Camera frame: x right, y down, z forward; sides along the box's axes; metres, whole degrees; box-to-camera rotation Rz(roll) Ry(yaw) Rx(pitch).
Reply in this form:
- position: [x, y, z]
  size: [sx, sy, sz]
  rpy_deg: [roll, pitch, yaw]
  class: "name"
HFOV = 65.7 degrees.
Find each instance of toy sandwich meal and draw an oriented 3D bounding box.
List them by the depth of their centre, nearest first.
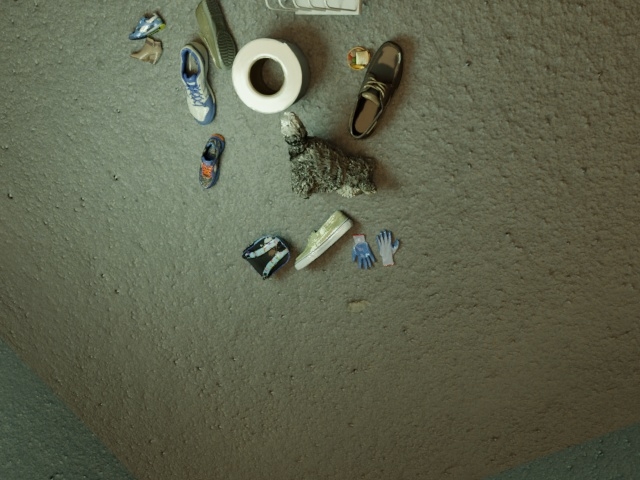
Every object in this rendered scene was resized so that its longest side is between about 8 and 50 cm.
- position: [0.133, -0.637, 1.736]
  size: [0.086, 0.029, 0.085]
  rpy_deg: [3, 112, 8]
  class: "toy sandwich meal"

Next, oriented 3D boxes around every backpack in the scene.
- position: [-0.208, 0.048, 2.023]
  size: [0.173, 0.117, 0.158]
  rpy_deg: [-38, 101, 21]
  class: "backpack"

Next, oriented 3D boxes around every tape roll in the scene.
- position: [-0.168, -0.578, 1.735]
  size: [0.246, 0.169, 0.245]
  rpy_deg: [3, 112, 8]
  class: "tape roll"

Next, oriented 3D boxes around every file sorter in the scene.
- position: [-0.025, -0.816, 1.548]
  size: [0.278, 0.173, 0.192]
  rpy_deg: [21, 118, 38]
  class: "file sorter"

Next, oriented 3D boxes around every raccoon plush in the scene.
- position: [0.046, -0.270, 1.719]
  size: [0.300, 0.446, 0.215]
  rpy_deg: [1, 79, 8]
  class: "raccoon plush"

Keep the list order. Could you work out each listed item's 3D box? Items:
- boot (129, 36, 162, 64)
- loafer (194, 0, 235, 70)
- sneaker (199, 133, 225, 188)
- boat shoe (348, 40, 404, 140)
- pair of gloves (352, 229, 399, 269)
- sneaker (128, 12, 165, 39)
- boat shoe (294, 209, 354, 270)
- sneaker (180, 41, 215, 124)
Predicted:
- position: [-0.644, -0.707, 1.836]
  size: [0.119, 0.042, 0.086]
  rpy_deg: [17, 107, 1]
  class: "boot"
- position: [-0.377, -0.727, 1.764]
  size: [0.088, 0.094, 0.251]
  rpy_deg: [-7, 103, 38]
  class: "loafer"
- position: [-0.438, -0.304, 1.936]
  size: [0.083, 0.087, 0.221]
  rpy_deg: [16, 113, 3]
  class: "sneaker"
- position: [0.196, -0.507, 1.723]
  size: [0.133, 0.130, 0.355]
  rpy_deg: [19, 114, 1]
  class: "boat shoe"
- position: [0.221, 0.038, 2.000]
  size: [0.198, 0.023, 0.159]
  rpy_deg: [-7, 111, 13]
  class: "pair of gloves"
- position: [-0.637, -0.774, 1.799]
  size: [0.144, 0.053, 0.059]
  rpy_deg: [-23, 107, 8]
  class: "sneaker"
- position: [0.000, 0.000, 1.990]
  size: [0.302, 0.109, 0.094]
  rpy_deg: [-42, 85, 13]
  class: "boat shoe"
- position: [-0.464, -0.566, 1.811]
  size: [0.112, 0.131, 0.296]
  rpy_deg: [-2, 113, 8]
  class: "sneaker"
